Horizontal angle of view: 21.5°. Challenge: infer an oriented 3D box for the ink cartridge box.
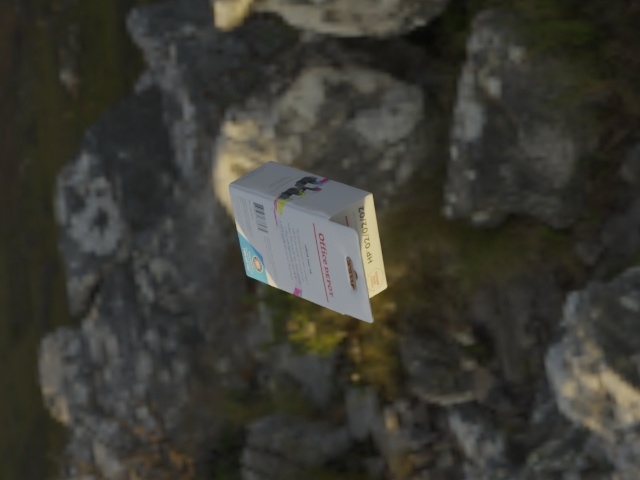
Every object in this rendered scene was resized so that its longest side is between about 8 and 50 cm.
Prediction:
[{"bbox_3d":[0.000,0.000,1.588,0.181,0.061,0.104,21,131,44],"label":"ink cartridge box"}]
